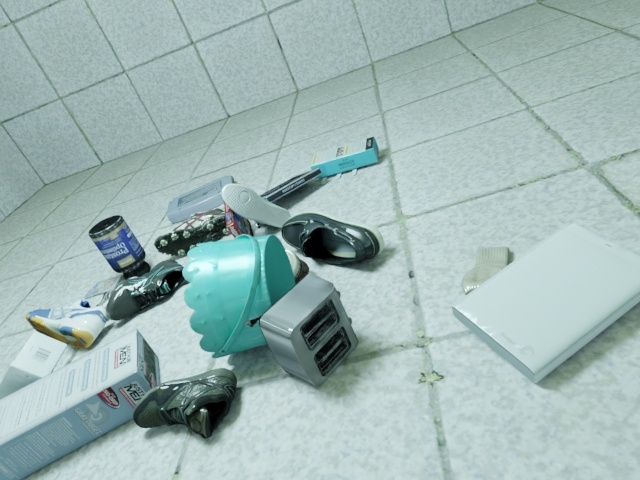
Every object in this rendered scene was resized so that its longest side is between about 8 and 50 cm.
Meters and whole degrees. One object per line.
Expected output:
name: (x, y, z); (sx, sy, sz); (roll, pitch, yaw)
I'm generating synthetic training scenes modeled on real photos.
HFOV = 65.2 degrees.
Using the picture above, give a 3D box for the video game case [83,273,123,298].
video game case: (-0.768, 0.163, 1.774); (0.122, 0.011, 0.087); (-17, 29, 13)

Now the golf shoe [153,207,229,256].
golf shoe: (-0.450, -0.032, 1.763); (0.273, 0.105, 0.120); (-21, 38, -13)

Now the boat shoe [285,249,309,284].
boat shoe: (-0.188, 0.102, 1.360); (0.325, 0.097, 0.116); (-16, 70, 21)

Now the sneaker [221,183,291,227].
sneaker: (-0.237, -0.107, 1.635); (0.151, 0.256, 0.094); (7, 74, 52)

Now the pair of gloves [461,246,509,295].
pair of gloves: (0.413, 0.068, 1.027); (0.240, 0.042, 0.204); (-2, 35, 35)

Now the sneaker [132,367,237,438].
sneaker: (-0.284, 0.348, 1.021); (0.228, 0.087, 0.130); (-17, 22, 1)

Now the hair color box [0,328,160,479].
hair color box: (-0.568, 0.376, 1.158); (0.375, 0.113, 0.185); (-28, 29, -7)

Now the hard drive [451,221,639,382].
hard drive: (0.427, 0.098, 0.915); (0.308, 0.040, 0.203); (-33, 39, -11)

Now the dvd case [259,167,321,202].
dvd case: (-0.131, -0.190, 1.817); (0.239, 0.029, 0.179); (-32, 13, -26)

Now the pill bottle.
pill bottle: (-0.677, 0.032, 1.710); (0.123, 0.219, 0.122); (-19, 29, 11)

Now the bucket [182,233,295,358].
bucket: (-0.171, 0.119, 1.150); (0.183, 0.281, 0.281); (-13, 30, 10)

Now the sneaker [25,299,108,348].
sneaker: (-0.767, 0.244, 1.534); (0.297, 0.111, 0.131); (6, 45, 27)

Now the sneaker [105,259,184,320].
sneaker: (-0.527, 0.149, 1.527); (0.106, 0.101, 0.267); (14, 46, 45)

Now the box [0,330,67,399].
box: (-0.748, 0.345, 1.286); (0.170, 0.091, 0.130); (-52, 20, 23)

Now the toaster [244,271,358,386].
toaster: (-0.026, 0.184, 1.023); (0.110, 0.167, 0.186); (13, 44, 46)

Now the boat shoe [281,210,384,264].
boat shoe: (0.001, 0.004, 1.355); (0.340, 0.127, 0.113); (15, 34, 36)

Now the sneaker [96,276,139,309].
sneaker: (-0.654, 0.176, 1.612); (0.075, 0.063, 0.170); (6, 45, 33)

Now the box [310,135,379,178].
box: (0.090, -0.305, 1.851); (0.245, 0.060, 0.100); (-13, 34, 19)

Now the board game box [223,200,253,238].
board game box: (-0.261, -0.050, 1.618); (0.027, 0.145, 0.281); (-30, 29, 1)

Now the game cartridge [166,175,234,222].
game cartridge: (-0.498, -0.174, 2.104); (0.298, 0.062, 0.198); (-23, 33, 0)

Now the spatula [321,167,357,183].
spatula: (0.086, -0.293, 1.907); (0.168, 0.019, 0.242); (-12, 30, 19)
